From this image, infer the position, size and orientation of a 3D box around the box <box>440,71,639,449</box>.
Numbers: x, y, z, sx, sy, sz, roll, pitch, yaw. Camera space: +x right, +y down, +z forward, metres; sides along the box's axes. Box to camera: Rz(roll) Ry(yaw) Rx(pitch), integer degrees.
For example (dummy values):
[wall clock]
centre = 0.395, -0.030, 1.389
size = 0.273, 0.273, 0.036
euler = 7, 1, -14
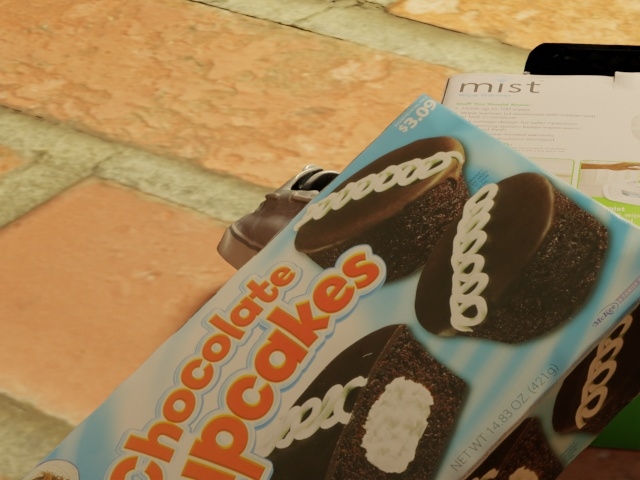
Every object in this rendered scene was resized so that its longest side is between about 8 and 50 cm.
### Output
[box]
centre = 0.188, 0.005, 1.089
size = 0.262, 0.127, 0.231
euler = 2, 30, 10

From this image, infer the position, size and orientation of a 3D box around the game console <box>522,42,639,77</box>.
[game console]
centre = 0.315, -0.075, 1.295
size = 0.361, 0.044, 0.213
euler = 3, 31, 9

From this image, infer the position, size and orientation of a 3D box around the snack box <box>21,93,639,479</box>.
[snack box]
centre = 0.004, 0.089, 0.882
size = 0.322, 0.060, 0.187
euler = -44, 47, -9

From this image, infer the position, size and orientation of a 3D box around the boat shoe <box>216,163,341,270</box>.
[boat shoe]
centre = -0.001, 0.000, 1.092
size = 0.079, 0.081, 0.227
euler = 31, -1, -13
